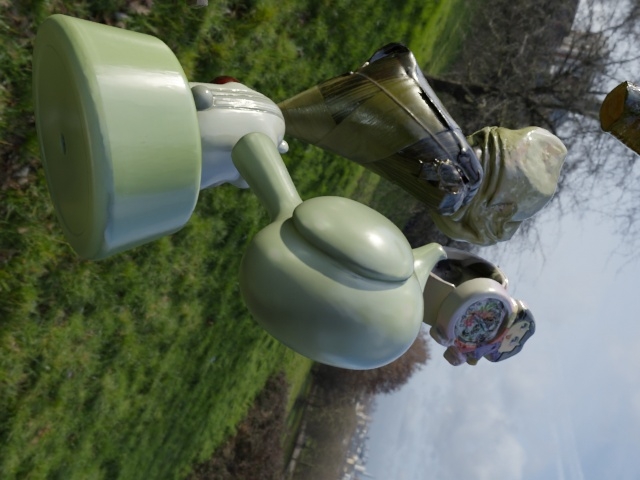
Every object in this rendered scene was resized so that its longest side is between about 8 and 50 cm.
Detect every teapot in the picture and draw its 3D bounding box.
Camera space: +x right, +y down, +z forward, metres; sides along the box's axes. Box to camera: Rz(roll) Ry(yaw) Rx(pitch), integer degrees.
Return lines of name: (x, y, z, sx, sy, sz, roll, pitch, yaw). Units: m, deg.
teapot: (-0.020, 0.004, 0.602, 0.149, 0.318, 0.220, -64, 166, 21)

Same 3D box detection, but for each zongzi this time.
zongzi: (0.073, -0.144, 0.879, 0.154, 0.317, 0.289, 91, -25, -65)

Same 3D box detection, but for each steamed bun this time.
steamed bun: (0.368, -0.136, 1.211, 0.320, 0.206, 0.275, -58, -162, 20)

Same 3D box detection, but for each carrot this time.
carrot: (0.451, -0.136, 0.703, 0.082, 0.173, 0.082, -55, 172, -12)

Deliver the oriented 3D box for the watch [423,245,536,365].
watch: (0.297, 0.127, 1.113, 0.231, 0.244, 0.196, -123, -138, -58)

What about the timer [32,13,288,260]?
timer: (-0.191, -0.141, 0.734, 0.315, 0.291, 0.291, -12, 124, -37)

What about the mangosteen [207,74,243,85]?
mangosteen: (-0.216, -0.331, 1.295, 0.140, 0.140, 0.140, 15, 90, -81)

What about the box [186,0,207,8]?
box: (-0.224, -0.466, 0.966, 0.024, 0.053, 0.083, -5, 108, -33)
